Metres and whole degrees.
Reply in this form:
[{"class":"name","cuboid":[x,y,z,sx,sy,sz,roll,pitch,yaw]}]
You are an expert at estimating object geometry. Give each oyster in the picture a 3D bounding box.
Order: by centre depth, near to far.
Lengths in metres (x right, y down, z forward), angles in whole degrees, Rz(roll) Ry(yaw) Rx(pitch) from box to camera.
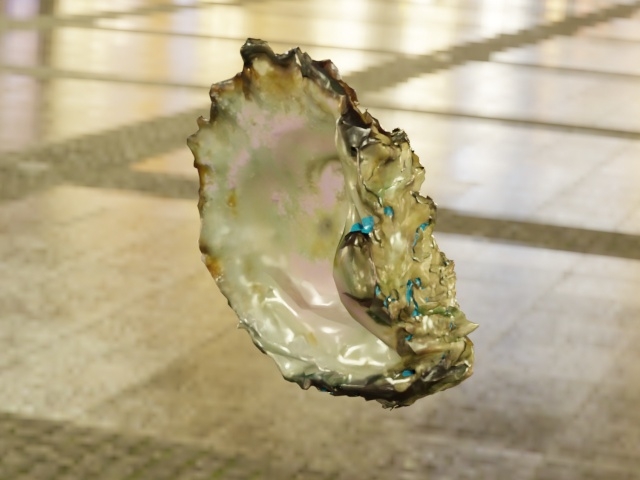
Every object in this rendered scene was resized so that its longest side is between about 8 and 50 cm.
[{"class":"oyster","cuboid":[0.006,-0.003,1.200,0.092,0.198,0.259,-12,53,-38]}]
